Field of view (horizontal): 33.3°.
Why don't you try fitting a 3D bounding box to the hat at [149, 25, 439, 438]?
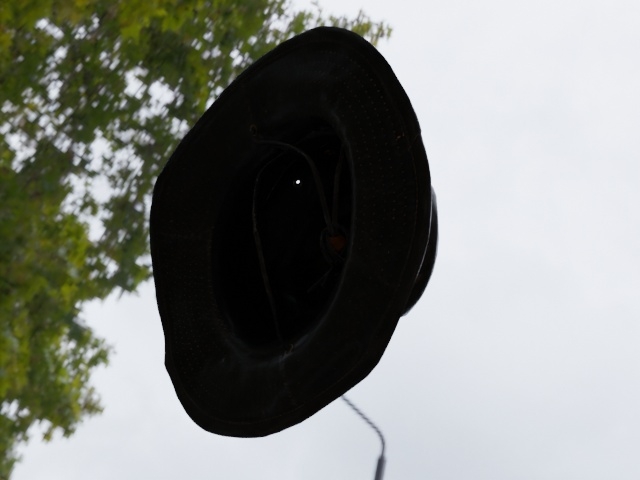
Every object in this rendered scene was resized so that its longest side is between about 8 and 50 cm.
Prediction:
[{"bbox_3d":[0.000,0.000,0.855,0.134,0.331,0.331,9,-44,-41],"label":"hat"}]
